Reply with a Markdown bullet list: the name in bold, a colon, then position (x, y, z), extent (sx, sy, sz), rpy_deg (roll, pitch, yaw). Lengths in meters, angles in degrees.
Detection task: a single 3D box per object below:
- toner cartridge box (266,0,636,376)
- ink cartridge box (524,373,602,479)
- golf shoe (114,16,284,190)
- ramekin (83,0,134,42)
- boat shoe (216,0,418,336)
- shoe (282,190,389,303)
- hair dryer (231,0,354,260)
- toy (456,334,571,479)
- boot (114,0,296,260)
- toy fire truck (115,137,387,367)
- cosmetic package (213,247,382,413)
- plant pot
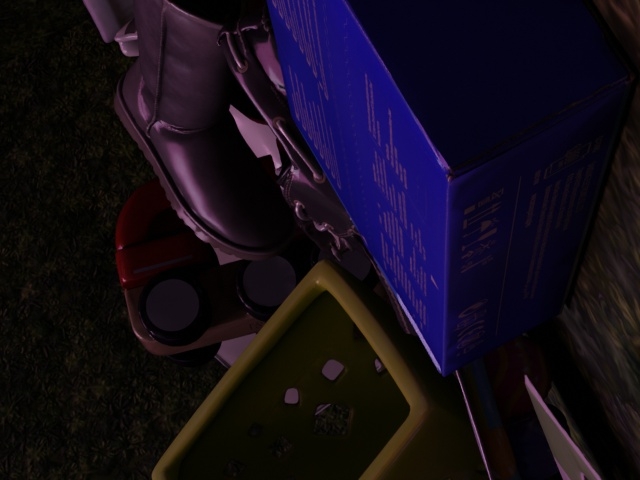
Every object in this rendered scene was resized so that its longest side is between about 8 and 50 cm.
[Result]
- **toner cartridge box**: position (0.044, -0.059, 0.762), extent (0.165, 0.075, 0.348), rpy_deg (61, 176, 15)
- **ink cartridge box**: position (0.179, 0.177, 0.831), extent (0.171, 0.056, 0.235), rpy_deg (56, 170, 50)
- **golf shoe**: position (-0.091, -0.131, 1.678), extent (0.273, 0.120, 0.105), rpy_deg (57, 173, 31)
- **ramekin**: position (-0.237, -0.357, 1.891), extent (0.273, 0.127, 0.273), rpy_deg (61, 177, 6)
- **boat shoe**: position (0.015, -0.042, 1.090), extent (0.233, 0.079, 0.084), rpy_deg (64, -163, -16)
- **shoe**: position (0.000, 0.000, 1.696), extent (0.178, 0.063, 0.081), rpy_deg (47, 169, 22)
- **hair dryer**: position (0.006, -0.093, 1.227), extent (0.293, 0.080, 0.223), rpy_deg (57, 162, -25)
- **toy**: position (0.103, 0.071, 1.013), extent (0.137, 0.056, 0.237), rpy_deg (-37, -74, -81)
- **boot**: position (-0.069, -0.099, 1.180), extent (0.189, 0.076, 0.208), rpy_deg (46, 149, 9)
- **toy fire truck**: position (-0.069, -0.045, 1.457), extent (0.158, 0.217, 0.246), rpy_deg (76, 180, -74)
- **cosmetic package**: position (-0.059, 0.020, 1.809), extent (0.160, 0.113, 0.309), rpy_deg (44, -165, -38)
- **plant pot**: position (0.041, 0.188, 1.295), extent (0.207, 0.228, 0.227), rpy_deg (34, -169, -32)
